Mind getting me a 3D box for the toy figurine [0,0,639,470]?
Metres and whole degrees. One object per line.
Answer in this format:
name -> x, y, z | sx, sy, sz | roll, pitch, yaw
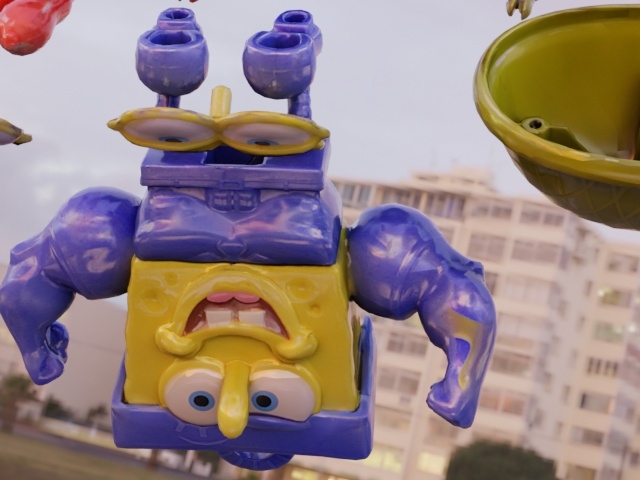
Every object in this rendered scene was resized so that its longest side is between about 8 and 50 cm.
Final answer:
toy figurine -> 0.000, 0.000, 0.540 | 0.362, 0.217, 0.191 | 1, 33, 2
